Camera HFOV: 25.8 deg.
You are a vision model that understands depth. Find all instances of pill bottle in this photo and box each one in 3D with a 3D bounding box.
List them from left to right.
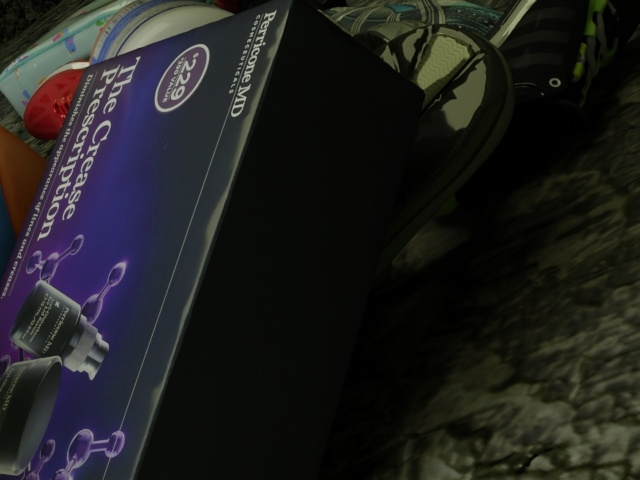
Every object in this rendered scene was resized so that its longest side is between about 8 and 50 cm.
[{"bbox_3d":[-0.112,-0.128,1.198,0.152,0.152,0.272,-36,20,-5],"label":"pill bottle"}]

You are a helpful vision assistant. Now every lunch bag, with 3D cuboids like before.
[{"bbox_3d":[-0.277,-0.265,1.856,0.279,0.108,0.224,-24,19,26],"label":"lunch bag"}]

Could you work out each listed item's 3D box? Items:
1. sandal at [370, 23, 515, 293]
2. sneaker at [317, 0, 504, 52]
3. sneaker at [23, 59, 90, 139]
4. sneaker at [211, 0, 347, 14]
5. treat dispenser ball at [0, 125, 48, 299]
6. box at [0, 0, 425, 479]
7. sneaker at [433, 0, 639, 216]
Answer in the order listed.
[{"bbox_3d":[0.001,0.000,0.804,0.302,0.086,0.120,-37,59,25],"label":"sandal"},{"bbox_3d":[0.067,-0.125,1.019,0.122,0.110,0.283,-21,18,-15],"label":"sneaker"},{"bbox_3d":[-0.288,-0.159,1.660,0.221,0.087,0.128,-25,20,29],"label":"sneaker"},{"bbox_3d":[-0.038,-0.215,1.374,0.098,0.135,0.276,-50,-2,-8],"label":"sneaker"},{"bbox_3d":[-0.268,0.049,0.822,0.288,0.288,0.288,-30,20,12],"label":"treat dispenser ball"},{"bbox_3d":[-0.073,0.030,0.683,0.184,0.103,0.261,-7,58,45],"label":"box"},{"bbox_3d":[0.139,-0.089,0.851,0.234,0.084,0.097,-41,44,-15],"label":"sneaker"}]
